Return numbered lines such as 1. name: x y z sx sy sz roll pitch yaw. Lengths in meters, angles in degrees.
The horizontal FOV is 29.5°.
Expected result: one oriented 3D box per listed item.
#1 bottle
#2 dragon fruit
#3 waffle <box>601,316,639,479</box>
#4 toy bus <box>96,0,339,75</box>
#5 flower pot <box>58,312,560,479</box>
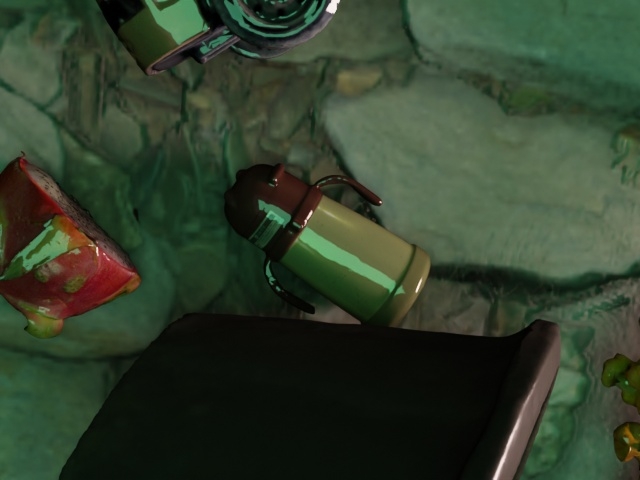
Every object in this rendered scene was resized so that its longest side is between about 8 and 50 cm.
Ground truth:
1. bottle: 0.001 -0.001 0.576 0.101 0.047 0.063 33 60 -6
2. dragon fruit: -0.128 0.007 0.558 0.056 0.060 0.083 -40 103 0
3. waffle: 0.256 0.095 0.595 0.229 0.051 0.231 -18 111 8
4. toy bus: 0.019 -0.191 0.492 0.290 0.139 0.157 -33 98 1
5. flower pot: -0.015 0.131 0.519 0.166 0.269 0.269 23 99 15
